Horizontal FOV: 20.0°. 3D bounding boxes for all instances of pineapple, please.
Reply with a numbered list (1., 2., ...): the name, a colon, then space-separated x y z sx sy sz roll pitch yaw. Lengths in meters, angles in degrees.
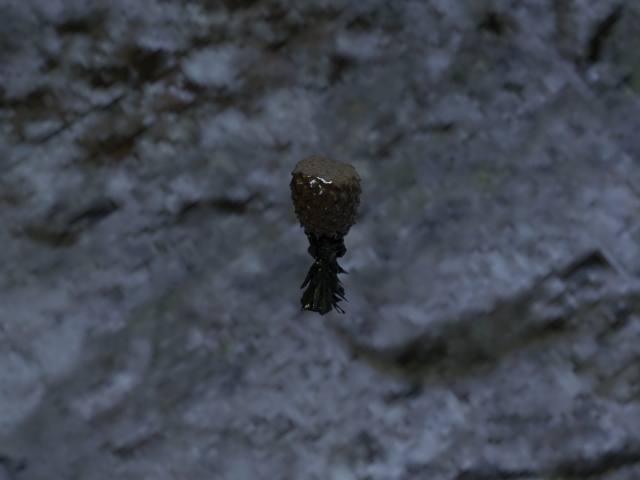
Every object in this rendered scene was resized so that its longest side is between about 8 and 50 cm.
1. pineapple: 0.000 0.000 1.369 0.058 0.058 0.124 -13 -57 -33
